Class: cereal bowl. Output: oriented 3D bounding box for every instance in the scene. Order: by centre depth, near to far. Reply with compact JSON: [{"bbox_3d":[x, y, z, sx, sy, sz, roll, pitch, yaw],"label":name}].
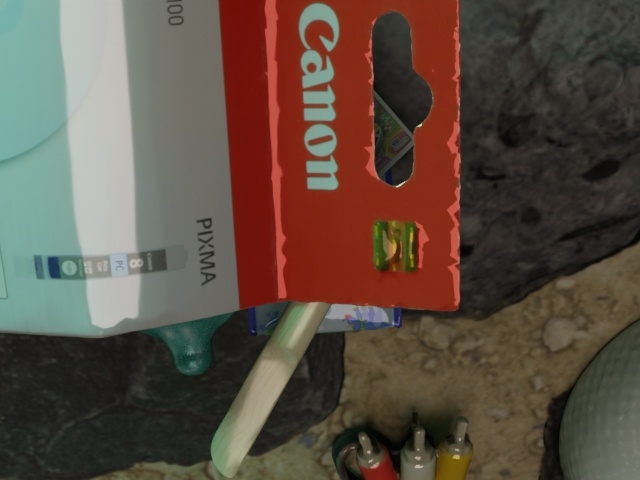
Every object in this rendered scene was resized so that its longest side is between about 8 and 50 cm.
[{"bbox_3d":[0.407,0.214,1.046,0.339,0.141,0.339,-1,119,-3],"label":"cereal bowl"}]

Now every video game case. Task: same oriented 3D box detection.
[{"bbox_3d":[0.007,-0.095,0.880,0.087,0.011,0.122,-44,101,-9],"label":"video game case"}]

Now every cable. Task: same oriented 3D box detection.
[{"bbox_3d":[0.093,0.281,1.108,0.140,0.072,0.287,-7,121,8],"label":"cable"}]

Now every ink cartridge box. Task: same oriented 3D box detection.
[{"bbox_3d":[-0.103,-0.086,0.740,0.385,0.091,0.308,2,109,14],"label":"ink cartridge box"}]

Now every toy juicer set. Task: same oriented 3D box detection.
[{"bbox_3d":[-0.091,-0.008,0.869,0.209,0.089,0.329,-40,85,12],"label":"toy juicer set"}]

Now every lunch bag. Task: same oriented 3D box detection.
[{"bbox_3d":[0.000,0.000,0.927,0.129,0.096,0.151,-4,92,-1],"label":"lunch bag"}]
